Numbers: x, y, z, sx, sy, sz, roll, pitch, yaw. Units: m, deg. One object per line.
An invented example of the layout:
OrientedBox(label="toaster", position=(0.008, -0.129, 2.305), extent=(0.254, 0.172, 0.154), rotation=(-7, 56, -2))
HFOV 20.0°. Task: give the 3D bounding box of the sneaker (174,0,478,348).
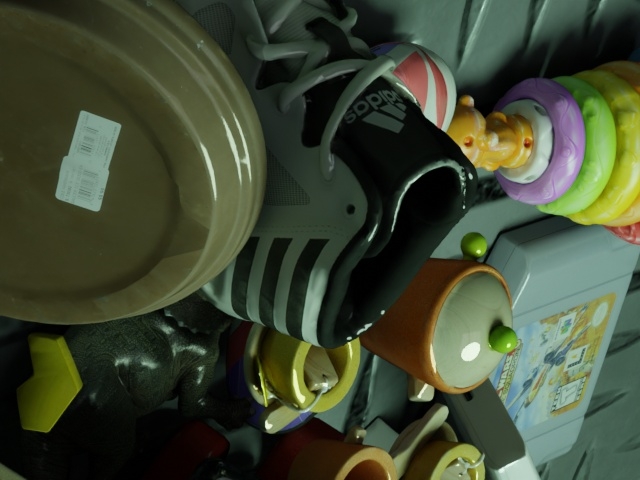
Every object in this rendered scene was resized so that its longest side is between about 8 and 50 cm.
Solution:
OrientedBox(label="sneaker", position=(-0.006, -0.142, 1.062), extent=(0.169, 0.257, 0.447), rotation=(-26, 126, -40))

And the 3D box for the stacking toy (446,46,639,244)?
OrientedBox(label="stacking toy", position=(0.204, -0.078, 1.509), extent=(0.302, 0.166, 0.175), rotation=(0, 105, -36))

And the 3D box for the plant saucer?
OrientedBox(label="plant saucer", position=(-0.168, -0.050, 1.010), extent=(0.041, 0.278, 0.278), rotation=(-74, 167, -47))

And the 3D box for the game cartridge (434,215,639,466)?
OrientedBox(label="game cartridge", position=(0.199, 0.112, 1.733), extent=(0.198, 0.062, 0.297), rotation=(-21, 134, -43))

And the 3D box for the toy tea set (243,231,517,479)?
OrientedBox(label="toy tea set", position=(0.072, 0.162, 1.303), extent=(0.200, 0.124, 0.336), rotation=(-34, 124, -36))

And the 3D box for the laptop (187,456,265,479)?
OrientedBox(label="laptop", position=(-0.078, 0.356, 1.330), extent=(0.382, 0.236, 0.408), rotation=(30, 93, -30))

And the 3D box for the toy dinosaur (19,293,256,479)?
OrientedBox(label="toy dinosaur", position=(-0.147, 0.101, 1.303), extent=(0.313, 0.121, 0.160), rotation=(-37, 130, -14))

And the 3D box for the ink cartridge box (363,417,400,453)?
OrientedBox(label="ink cartridge box", position=(0.109, 0.260, 1.629), extent=(0.067, 0.198, 0.115), rotation=(-43, 144, -13))

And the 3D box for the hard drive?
OrientedBox(label="hard drive", position=(0.174, 0.228, 1.595), extent=(0.040, 0.203, 0.307), rotation=(-25, 128, 0))

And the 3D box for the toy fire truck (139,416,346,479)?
OrientedBox(label="toy fire truck", position=(-0.074, 0.275, 1.497), extent=(0.302, 0.169, 0.254), rotation=(-58, 171, 5))

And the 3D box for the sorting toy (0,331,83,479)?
OrientedBox(label="sorting toy", position=(-0.247, 0.181, 1.164), extent=(0.307, 0.229, 0.041), rotation=(-56, -179, 5))

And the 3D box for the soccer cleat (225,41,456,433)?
OrientedBox(label="soccer cleat", position=(0.000, 0.000, 1.339), extent=(0.318, 0.109, 0.116), rotation=(-65, 167, 11))
